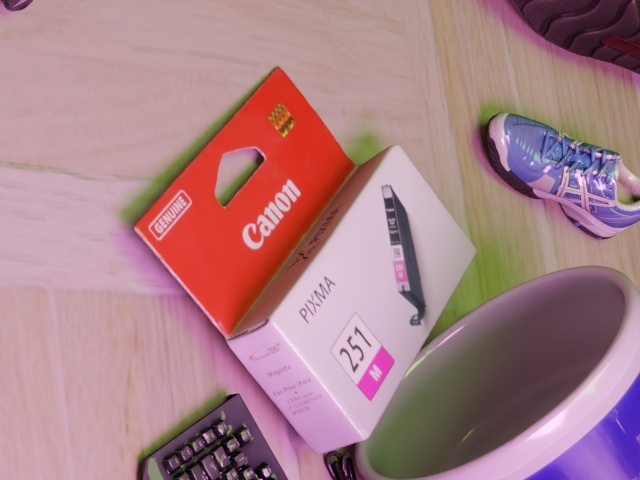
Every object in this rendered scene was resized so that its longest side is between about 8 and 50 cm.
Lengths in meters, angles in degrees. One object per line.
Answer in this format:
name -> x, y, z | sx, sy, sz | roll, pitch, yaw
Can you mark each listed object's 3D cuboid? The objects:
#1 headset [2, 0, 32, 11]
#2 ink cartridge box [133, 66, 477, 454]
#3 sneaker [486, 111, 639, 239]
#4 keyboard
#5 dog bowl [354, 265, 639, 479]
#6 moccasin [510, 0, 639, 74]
headset -> -0.165, -0.346, 1.313 | 0.243, 0.185, 0.394 | 35, 37, -22
ink cartridge box -> 0.000, 0.000, 1.329 | 0.239, 0.060, 0.275 | 53, 40, -15
sneaker -> 0.250, -0.075, 1.595 | 0.211, 0.081, 0.080 | 26, 59, -32
keyboard -> 0.000, 0.263, 1.259 | 0.201, 0.033, 0.317 | -35, 98, -45
dog bowl -> 0.163, 0.142, 1.294 | 0.104, 0.265, 0.265 | 54, 46, -17
moccasin -> 0.319, -0.275, 1.703 | 0.380, 0.139, 0.147 | 14, 58, -36
